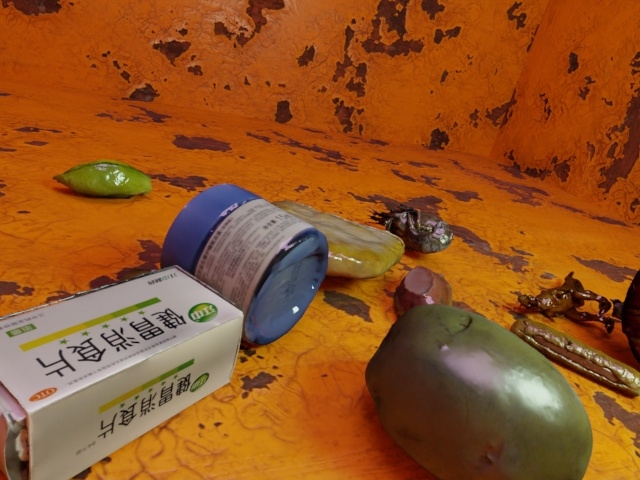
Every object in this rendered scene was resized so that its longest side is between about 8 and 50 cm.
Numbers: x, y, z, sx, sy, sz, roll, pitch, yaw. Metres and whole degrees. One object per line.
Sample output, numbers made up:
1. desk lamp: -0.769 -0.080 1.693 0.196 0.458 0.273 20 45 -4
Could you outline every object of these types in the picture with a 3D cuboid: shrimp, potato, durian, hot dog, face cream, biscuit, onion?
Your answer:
1. shrimp: 0.260 -0.037 1.413 0.343 0.145 0.116 22 -19 42
2. potato: 0.221 0.234 0.659 0.243 0.221 0.326 -9 37 -46
3. durian: -0.609 -0.168 1.253 0.250 0.101 0.139 -3 -6 -34
4. hot dog: 0.581 0.257 1.011 0.285 0.061 0.087 26 15 23
5. face cream: -0.133 0.047 0.839 0.225 0.249 0.249 29 28 25
6. biscuit: 0.000 0.001 1.165 0.429 0.104 0.446 20 15 11
7. onion: 0.825 0.183 1.047 0.313 0.314 0.232 -5 1 -37

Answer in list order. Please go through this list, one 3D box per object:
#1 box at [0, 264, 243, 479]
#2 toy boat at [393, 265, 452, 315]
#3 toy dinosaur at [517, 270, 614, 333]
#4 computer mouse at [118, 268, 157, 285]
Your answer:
1. box: -0.287 0.168 0.619 0.173 0.145 0.332 26 25 28
2. toy boat: 0.247 0.132 1.068 0.140 0.099 0.318 -11 20 12
3. toy dinosaur: 0.712 0.171 1.236 0.432 0.097 0.208 -3 19 -41
4. computer mouse: -0.337 0.102 0.862 0.102 0.045 0.199 11 24 -12
